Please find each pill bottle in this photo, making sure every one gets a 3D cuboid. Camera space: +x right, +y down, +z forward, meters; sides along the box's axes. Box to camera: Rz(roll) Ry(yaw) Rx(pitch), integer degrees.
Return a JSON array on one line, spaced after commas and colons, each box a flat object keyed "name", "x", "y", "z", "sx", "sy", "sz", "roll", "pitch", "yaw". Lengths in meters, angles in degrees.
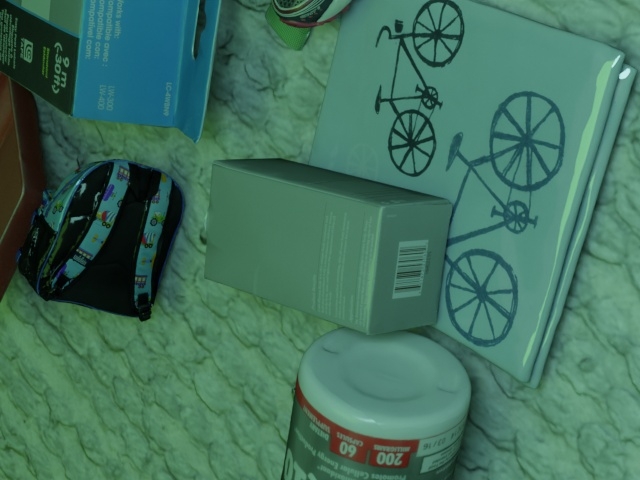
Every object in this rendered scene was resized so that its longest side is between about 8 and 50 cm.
[{"name": "pill bottle", "x": 0.041, "y": 0.237, "z": 1.428, "sx": 0.161, "sy": 0.161, "sz": 0.283, "roll": 32, "pitch": 127, "yaw": 34}]

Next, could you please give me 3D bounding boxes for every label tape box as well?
[{"name": "label tape box", "x": -0.234, "y": -0.266, "z": 1.595, "sx": 0.348, "sy": 0.115, "sz": 0.249, "roll": 33, "pitch": 120, "yaw": 52}]

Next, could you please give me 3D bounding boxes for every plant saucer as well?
[{"name": "plant saucer", "x": -0.394, "y": -0.043, "z": 1.816, "sx": 0.259, "sy": 0.048, "sz": 0.258, "roll": -57, "pitch": 33, "yaw": 32}]

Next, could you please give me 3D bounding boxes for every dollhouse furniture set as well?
[{"name": "dollhouse furniture set", "x": -0.064, "y": -0.266, "z": 1.526, "sx": 0.151, "sy": 0.059, "sz": 0.076, "roll": 51, "pitch": 127, "yaw": 24}]

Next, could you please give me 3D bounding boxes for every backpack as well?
[{"name": "backpack", "x": -0.242, "y": -0.015, "z": 1.672, "sx": 0.117, "sy": 0.158, "sz": 0.173, "roll": 35, "pitch": 107, "yaw": 53}]

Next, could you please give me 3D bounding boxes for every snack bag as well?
[{"name": "snack bag", "x": 0.114, "y": -0.072, "z": 1.412, "sx": 0.343, "sy": 0.037, "sz": 0.323, "roll": 28, "pitch": 115, "yaw": 39}]

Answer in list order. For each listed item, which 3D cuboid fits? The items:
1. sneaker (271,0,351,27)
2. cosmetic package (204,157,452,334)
[{"name": "sneaker", "x": -0.010, "y": -0.351, "z": 1.410, "sx": 0.121, "sy": 0.112, "sz": 0.299, "roll": 15, "pitch": 102, "yaw": 36}, {"name": "cosmetic package", "x": 0.000, "y": 0.000, "z": 1.440, "sx": 0.238, "sy": 0.107, "sz": 0.127, "roll": 20, "pitch": 109, "yaw": 45}]
